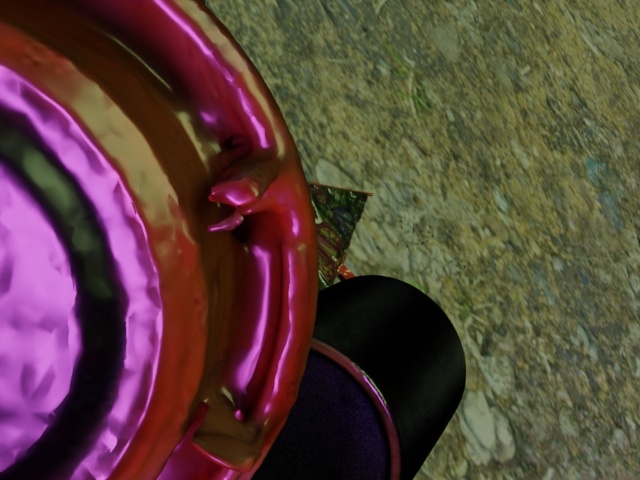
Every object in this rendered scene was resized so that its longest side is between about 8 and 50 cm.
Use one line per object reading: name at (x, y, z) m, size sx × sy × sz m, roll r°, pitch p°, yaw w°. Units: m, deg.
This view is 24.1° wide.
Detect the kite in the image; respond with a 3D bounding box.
kite at (0.000, 0.000, 1.287) m, size 0.189 × 0.009 × 0.232 m, roll 47°, pitch 36°, yaw -21°

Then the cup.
cup at (0.003, 0.148, 1.104) m, size 0.166 × 0.239 × 0.177 m, roll 22°, pitch 23°, yaw 16°

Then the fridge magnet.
fridge magnet at (-0.182, 0.014, 0.730) m, size 0.364 × 0.363 × 0.155 m, roll 56°, pitch 12°, yaw -9°

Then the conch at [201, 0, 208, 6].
conch at (-0.164, -0.198, 1.094) m, size 0.143 × 0.137 × 0.250 m, roll 54°, pitch 34°, yaw -13°
